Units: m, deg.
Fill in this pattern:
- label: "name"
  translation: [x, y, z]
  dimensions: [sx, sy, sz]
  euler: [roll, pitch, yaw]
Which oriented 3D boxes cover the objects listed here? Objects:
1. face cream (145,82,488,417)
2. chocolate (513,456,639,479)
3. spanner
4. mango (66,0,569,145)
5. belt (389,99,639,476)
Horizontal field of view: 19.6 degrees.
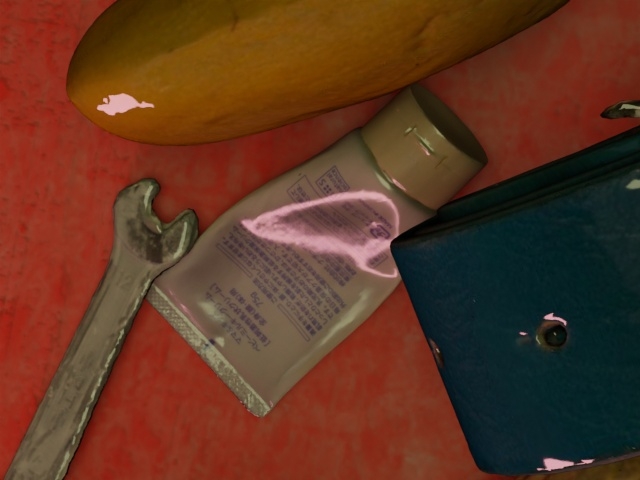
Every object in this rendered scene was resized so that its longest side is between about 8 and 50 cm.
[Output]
- label: "face cream"
  translation: [0.000, 0.000, 1.165]
  dimensions: [0.224, 0.070, 0.114]
  euler: [-44, 87, 17]
- label: "chocolate"
  translation: [0.115, 0.240, 1.130]
  dimensions: [0.309, 0.134, 0.134]
  euler: [-43, 90, 5]
- label: "spanner"
  translation: [-0.159, 0.102, 1.186]
  dimensions: [0.071, 0.017, 0.302]
  euler: [29, 95, 19]
- label: "mango"
  translation: [0.020, -0.151, 1.082]
  dimensions: [0.331, 0.195, 0.142]
  euler: [-23, 87, 17]
- label: "belt"
  translation: [0.260, -0.020, 1.020]
  dimensions: [0.436, 0.300, 0.173]
  euler: [-19, 94, 2]
